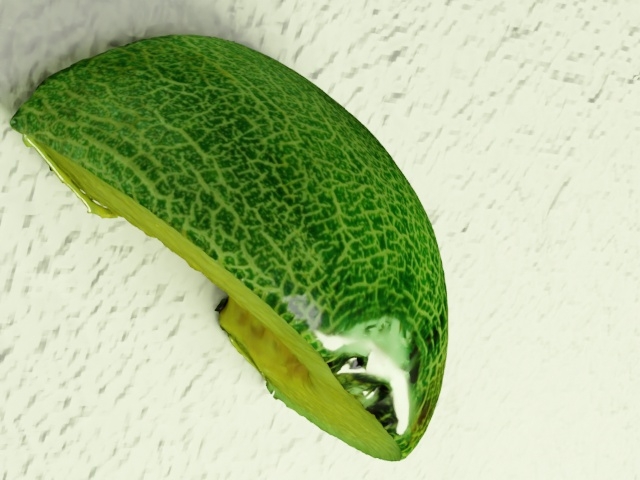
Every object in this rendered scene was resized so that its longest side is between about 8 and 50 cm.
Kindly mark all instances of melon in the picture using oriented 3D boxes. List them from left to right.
[{"bbox_3d":[0.000,0.000,0.704,0.129,0.169,0.265,-49,136,-12],"label":"melon"}]
